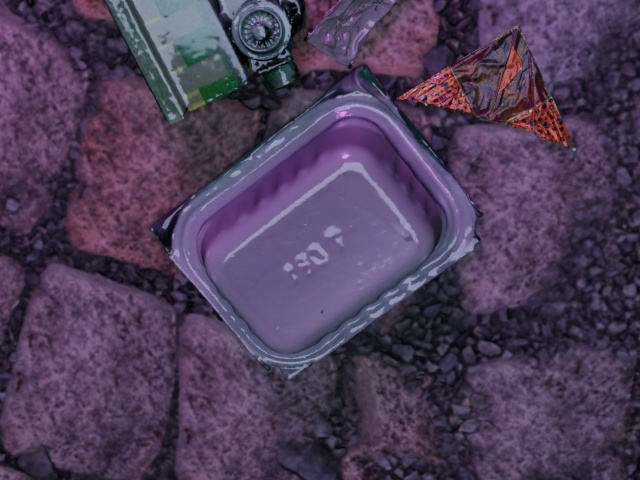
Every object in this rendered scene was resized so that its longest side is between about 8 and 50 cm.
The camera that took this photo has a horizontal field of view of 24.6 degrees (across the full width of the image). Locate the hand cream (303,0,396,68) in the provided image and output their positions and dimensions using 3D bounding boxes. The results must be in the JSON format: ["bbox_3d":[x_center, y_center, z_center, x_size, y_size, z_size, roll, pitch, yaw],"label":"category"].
[{"bbox_3d":[0.093,-0.299,1.645,0.257,0.050,0.084,-41,143,17],"label":"hand cream"}]

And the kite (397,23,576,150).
[{"bbox_3d":[0.211,-0.192,1.708,0.222,0.008,0.125,15,104,-3],"label":"kite"}]

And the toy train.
[{"bbox_3d":[-0.144,-0.288,1.634,0.202,0.120,0.301,-24,105,12],"label":"toy train"}]

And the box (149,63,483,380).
[{"bbox_3d":[0.000,0.000,1.721,0.336,0.106,0.264,-37,102,11],"label":"box"}]
